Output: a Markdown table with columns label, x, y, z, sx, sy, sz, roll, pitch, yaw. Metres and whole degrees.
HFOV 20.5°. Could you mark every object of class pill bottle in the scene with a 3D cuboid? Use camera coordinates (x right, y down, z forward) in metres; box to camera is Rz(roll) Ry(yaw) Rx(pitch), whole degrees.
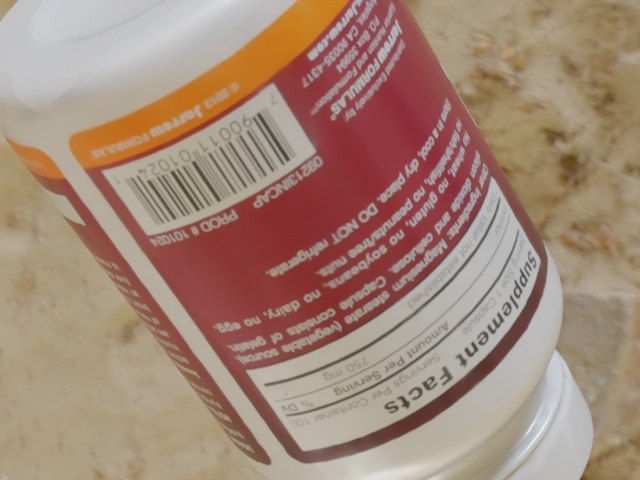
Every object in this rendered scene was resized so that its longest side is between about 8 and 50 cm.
| label | x | y | z | sx | sy | sz | roll | pitch | yaw |
| --- | --- | --- | --- | --- | --- | --- | --- | --- | --- |
| pill bottle | 0.000 | 0.000 | 0.392 | 0.086 | 0.086 | 0.152 | -39 | 119 | -10 |
